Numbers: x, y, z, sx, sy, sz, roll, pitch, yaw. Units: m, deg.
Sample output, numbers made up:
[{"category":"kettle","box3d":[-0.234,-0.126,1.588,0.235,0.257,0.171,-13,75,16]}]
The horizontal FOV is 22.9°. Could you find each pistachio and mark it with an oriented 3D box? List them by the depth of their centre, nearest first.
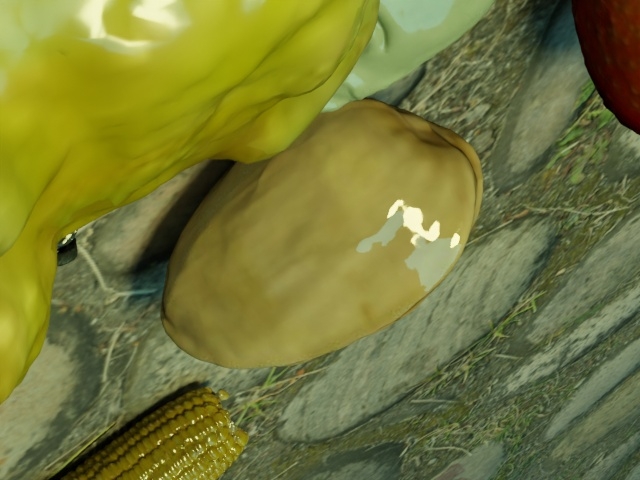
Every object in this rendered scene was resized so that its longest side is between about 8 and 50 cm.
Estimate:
[{"category":"pistachio","box3d":[0.000,0.000,1.021,0.229,0.157,0.157,-37,158,24]}]

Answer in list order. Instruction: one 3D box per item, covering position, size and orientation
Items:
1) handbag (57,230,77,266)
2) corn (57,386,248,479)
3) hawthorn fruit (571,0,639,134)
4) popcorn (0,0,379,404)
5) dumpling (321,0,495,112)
[{"category":"handbag","box3d":[-0.182,0.005,0.747,0.270,0.175,0.088,-37,112,-5]},{"category":"corn","box3d":[-0.159,0.200,1.219,0.238,0.080,0.080,-34,155,-12]},{"category":"hawthorn fruit","box3d":[0.284,-0.171,1.065,0.254,0.254,0.300,-33,178,-14]},{"category":"popcorn","box3d":[-0.130,-0.118,0.468,0.334,0.292,0.293,-46,146,-16]},{"category":"dumpling","box3d":[0.030,-0.174,0.849,0.219,0.153,0.108,-55,-162,-1]}]
